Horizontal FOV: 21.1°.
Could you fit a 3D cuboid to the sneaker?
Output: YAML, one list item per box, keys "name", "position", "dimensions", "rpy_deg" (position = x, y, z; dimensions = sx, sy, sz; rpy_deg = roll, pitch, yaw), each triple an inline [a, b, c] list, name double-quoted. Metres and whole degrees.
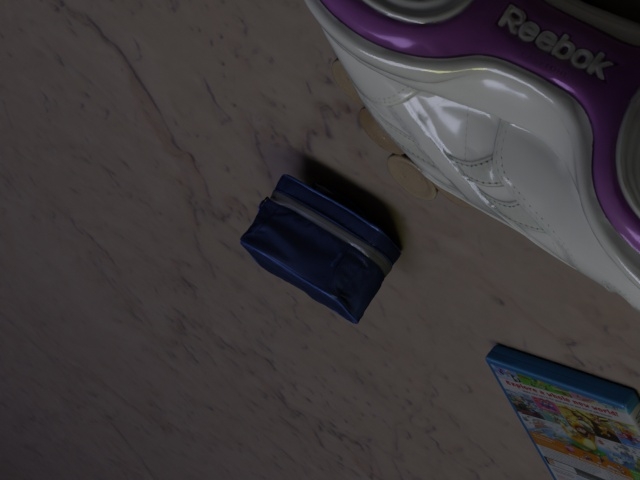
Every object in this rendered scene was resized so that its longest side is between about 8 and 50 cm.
- name: "sneaker"
  position: [0.124, -0.047, 0.793]
  dimensions: [0.305, 0.114, 0.152]
  rpy_deg: [41, 170, 18]

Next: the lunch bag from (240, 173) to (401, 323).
- name: "lunch bag"
  position: [0.000, 0.000, 1.115]
  dimensions: [0.098, 0.065, 0.067]
  rpy_deg: [32, 172, 20]

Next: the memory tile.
- name: "memory tile"
  position: [0.074, -0.058, 0.951]
  dimensions: [0.148, 0.012, 0.113]
  rpy_deg: [15, 146, 49]

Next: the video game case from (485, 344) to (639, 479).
- name: "video game case"
  position: [0.186, 0.141, 1.138]
  dimensions: [0.119, 0.015, 0.166]
  rpy_deg: [18, 149, 46]
